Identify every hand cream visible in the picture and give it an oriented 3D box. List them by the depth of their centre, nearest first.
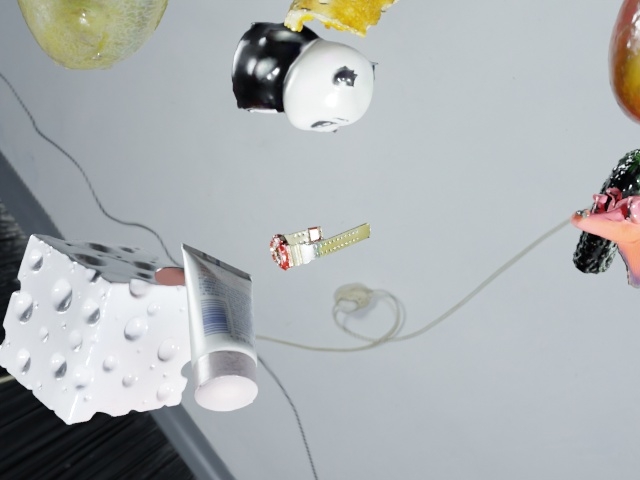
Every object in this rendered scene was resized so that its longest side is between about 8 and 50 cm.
[{"bbox_3d":[-0.142,0.112,0.855,0.133,0.247,0.083,33,119,-33],"label":"hand cream"}]

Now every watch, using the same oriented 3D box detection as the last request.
[{"bbox_3d":[-0.009,0.001,1.695,0.165,0.268,0.102,15,120,56],"label":"watch"}]

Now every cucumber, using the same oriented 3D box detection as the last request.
[{"bbox_3d":[0.485,-0.047,1.008,0.072,0.072,0.300,17,146,19],"label":"cucumber"}]

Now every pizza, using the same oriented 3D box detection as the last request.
[{"bbox_3d":[0.076,-0.535,1.315,0.182,0.365,0.074,45,156,5],"label":"pizza"}]

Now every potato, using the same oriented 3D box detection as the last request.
[{"bbox_3d":[-0.276,-0.319,0.726,0.178,0.160,0.235,35,116,8],"label":"potato"}]

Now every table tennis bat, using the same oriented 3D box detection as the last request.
[{"bbox_3d":[-0.226,0.058,0.980,0.083,0.007,0.050,0,140,-7],"label":"table tennis bat"}]

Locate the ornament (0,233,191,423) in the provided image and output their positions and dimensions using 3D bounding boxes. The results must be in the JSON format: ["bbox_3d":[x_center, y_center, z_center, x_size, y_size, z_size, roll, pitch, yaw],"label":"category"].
[{"bbox_3d":[-0.378,0.147,1.075,0.239,0.240,0.239,22,96,32],"label":"ornament"}]

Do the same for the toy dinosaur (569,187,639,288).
[{"bbox_3d":[0.406,0.004,0.817,0.070,0.286,0.138,2,102,44],"label":"toy dinosaur"}]

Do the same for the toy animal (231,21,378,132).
[{"bbox_3d":[-0.030,-0.370,1.392,0.310,0.251,0.250,15,105,22],"label":"toy animal"}]

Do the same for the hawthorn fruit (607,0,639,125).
[{"bbox_3d":[0.747,-0.349,1.151,0.403,0.403,0.402,4,101,21],"label":"hawthorn fruit"}]
